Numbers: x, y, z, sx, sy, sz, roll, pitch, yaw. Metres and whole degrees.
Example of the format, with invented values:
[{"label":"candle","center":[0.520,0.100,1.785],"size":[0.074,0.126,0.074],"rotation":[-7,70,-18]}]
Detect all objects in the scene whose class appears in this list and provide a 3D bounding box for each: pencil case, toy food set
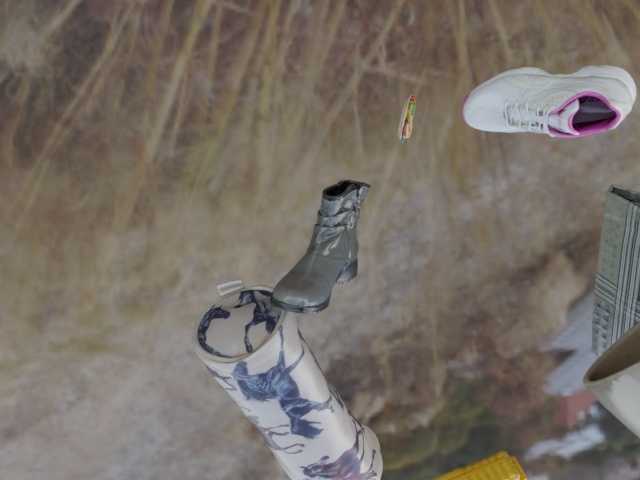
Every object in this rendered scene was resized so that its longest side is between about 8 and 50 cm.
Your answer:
[{"label":"pencil case","center":[-0.048,0.247,1.841],"size":[0.160,0.183,0.410],"rotation":[-30,125,1]},{"label":"toy food set","center":[0.150,-0.210,1.994],"size":[0.020,0.082,0.083],"rotation":[14,112,6]}]

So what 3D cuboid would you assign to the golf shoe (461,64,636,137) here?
[{"label":"golf shoe","center":[0.392,-0.234,2.018],"size":[0.306,0.140,0.115],"rotation":[-6,119,20]}]

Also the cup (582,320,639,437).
[{"label":"cup","center":[0.463,0.139,1.137],"size":[0.331,0.237,0.331],"rotation":[-35,173,-5]}]

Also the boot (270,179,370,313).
[{"label":"boot","center":[0.000,0.000,1.702],"size":[0.083,0.246,0.161],"rotation":[15,114,18]}]

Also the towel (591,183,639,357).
[{"label":"towel","center":[0.517,0.107,1.626],"size":[0.056,0.312,0.324],"rotation":[-25,130,-26]}]

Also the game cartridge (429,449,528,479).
[{"label":"game cartridge","center":[0.085,0.379,1.384],"size":[0.323,0.053,0.285],"rotation":[-21,147,-16]}]
